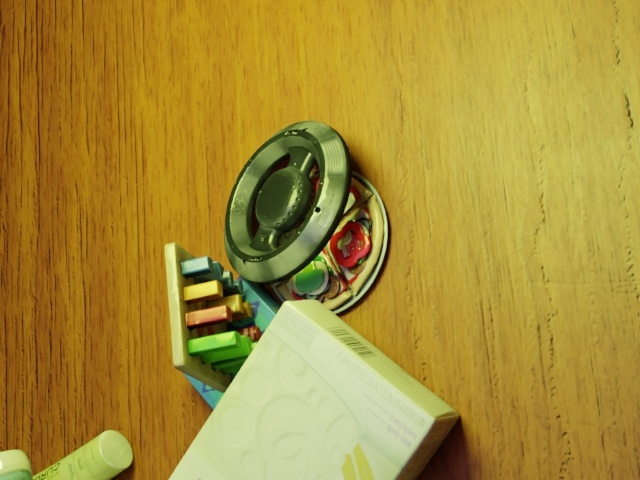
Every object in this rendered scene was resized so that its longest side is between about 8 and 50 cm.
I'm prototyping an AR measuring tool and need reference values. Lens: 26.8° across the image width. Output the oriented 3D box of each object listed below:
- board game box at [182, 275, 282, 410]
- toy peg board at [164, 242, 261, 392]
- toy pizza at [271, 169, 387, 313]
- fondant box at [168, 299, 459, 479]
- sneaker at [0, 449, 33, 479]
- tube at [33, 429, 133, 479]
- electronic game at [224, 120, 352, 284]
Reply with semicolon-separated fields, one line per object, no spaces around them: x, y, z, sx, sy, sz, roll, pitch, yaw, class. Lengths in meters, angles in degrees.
-0.080;0.172;1.777;0.210;0.047;0.160;44;105;35;board game box
-0.125;0.095;1.710;0.079;0.161;0.161;-12;69;14;toy peg board
0.000;0.000;1.768;0.201;0.032;0.201;-10;73;35;toy pizza
-0.023;0.273;1.644;0.238;0.096;0.330;37;104;20;fondant box
-0.473;0.462;1.940;0.150;0.135;0.366;45;127;29;sneaker
-0.368;0.353;1.947;0.240;0.062;0.070;-35;21;32;tube
-0.046;-0.051;1.765;0.229;0.048;0.229;-26;51;37;electronic game
